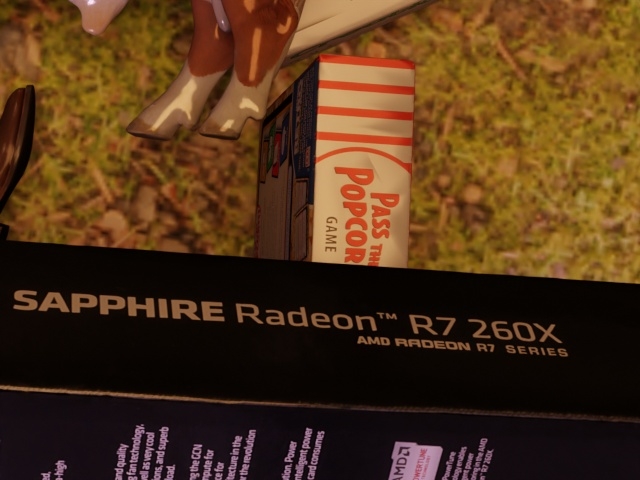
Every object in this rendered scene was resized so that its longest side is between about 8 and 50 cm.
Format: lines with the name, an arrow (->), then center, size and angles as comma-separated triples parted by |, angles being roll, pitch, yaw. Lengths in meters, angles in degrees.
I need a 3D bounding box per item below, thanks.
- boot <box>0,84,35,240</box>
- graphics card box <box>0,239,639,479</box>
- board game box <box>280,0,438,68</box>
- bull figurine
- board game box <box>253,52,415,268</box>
boot -> -0.211, -0.043, 0.795 | 0.114, 0.037, 0.106 | 15, 83, -1
graphics card box -> -0.021, 0.121, 0.610 | 0.371, 0.094, 0.232 | 4, 124, -11
board game box -> 0.076, -0.239, 0.828 | 0.305, 0.053, 0.193 | -25, 91, -7
bull figurine -> -0.142, -0.151, 0.747 | 0.310, 0.101, 0.188 | 6, 89, 10
board game box -> 0.000, 0.000, 0.735 | 0.045, 0.193, 0.146 | 3, 87, -10
